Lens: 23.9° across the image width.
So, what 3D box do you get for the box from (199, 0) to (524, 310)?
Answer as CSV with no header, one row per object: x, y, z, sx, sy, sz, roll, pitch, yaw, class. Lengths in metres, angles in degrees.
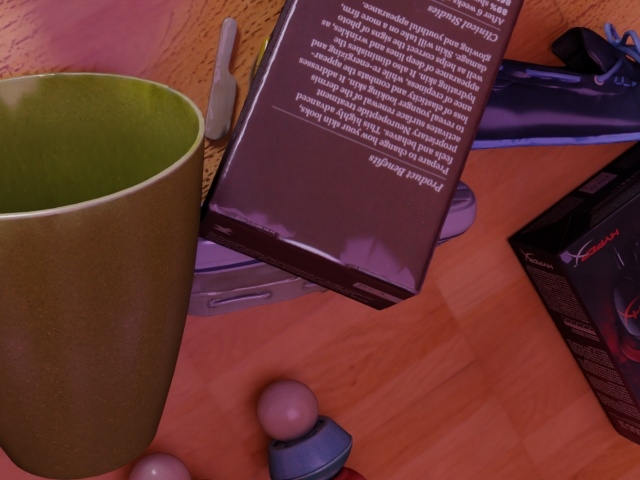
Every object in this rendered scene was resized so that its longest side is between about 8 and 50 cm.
0.049,-0.150,1.321,0.191,0.143,0.381,23,76,-7,box

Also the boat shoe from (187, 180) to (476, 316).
0.000,0.000,1.425,0.302,0.109,0.094,-8,123,-13,boat shoe

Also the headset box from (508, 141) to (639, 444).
0.363,0.062,1.552,0.218,0.110,0.293,-35,109,-12,headset box

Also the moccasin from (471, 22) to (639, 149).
0.257,-0.152,1.463,0.342,0.138,0.116,-5,97,-20,moccasin

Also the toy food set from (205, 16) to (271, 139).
-0.007,-0.140,1.418,0.192,0.038,0.132,5,98,-21,toy food set

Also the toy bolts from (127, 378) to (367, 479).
-0.049,0.235,1.396,0.228,0.218,0.158,-34,104,-31,toy bolts

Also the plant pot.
-0.223,0.045,1.273,0.275,0.275,0.293,-13,120,-18,plant pot
